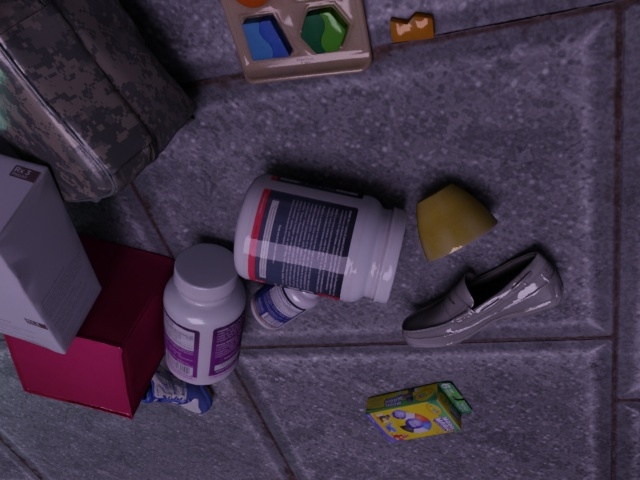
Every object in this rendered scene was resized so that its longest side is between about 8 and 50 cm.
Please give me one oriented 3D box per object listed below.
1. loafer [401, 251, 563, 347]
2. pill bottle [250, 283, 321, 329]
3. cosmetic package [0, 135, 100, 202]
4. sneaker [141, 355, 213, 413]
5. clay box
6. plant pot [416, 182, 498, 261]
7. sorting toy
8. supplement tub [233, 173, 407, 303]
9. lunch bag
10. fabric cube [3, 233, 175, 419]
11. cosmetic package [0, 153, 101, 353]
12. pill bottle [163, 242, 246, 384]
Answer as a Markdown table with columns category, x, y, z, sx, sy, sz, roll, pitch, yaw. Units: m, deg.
| category | x | y | z | sx | sy | sz | roll | pitch | yaw |
| --- | --- | --- | --- | --- | --- | --- | --- | --- | --- |
| loafer | 0.286 | 0.110 | 1.158 | 0.319 | 0.112 | 0.111 | -27 | 114 | 24 |
| pill bottle | -0.057 | 0.108 | 1.252 | 0.094 | 0.094 | 0.169 | 40 | 128 | -19 |
| cosmetic package | -0.466 | -0.159 | 1.044 | 0.085 | 0.117 | 0.231 | -41 | 145 | 24 |
| sneaker | -0.401 | 0.372 | 1.553 | 0.111 | 0.131 | 0.296 | -29 | 119 | 31 |
| clay box | 0.234 | 0.410 | 1.463 | 0.222 | 0.053 | 0.127 | -21 | 122 | 31 |
| plant pot | 0.215 | -0.039 | 1.040 | 0.134 | 0.134 | 0.095 | -30 | 92 | 34 |
| sorting toy | 0.001 | -0.342 | 0.879 | 0.307 | 0.041 | 0.229 | -2 | 130 | 17 |
| supplement tub | 0.000 | 0.000 | 1.077 | 0.272 | 0.191 | 0.191 | 13 | 132 | 5 |
| lunch bag | -0.349 | -0.239 | 0.924 | 0.212 | 0.256 | 0.305 | -2 | 131 | 45 |
| fabric cube | -0.472 | 0.180 | 1.319 | 0.259 | 0.258 | 0.254 | 13 | 131 | 4 |
| cosmetic package | -0.523 | 0.021 | 1.007 | 0.217 | 0.156 | 0.385 | 15 | 149 | 6 |
| pill bottle | -0.244 | 0.154 | 1.295 | 0.169 | 0.169 | 0.302 | 15 | 133 | 2 |
